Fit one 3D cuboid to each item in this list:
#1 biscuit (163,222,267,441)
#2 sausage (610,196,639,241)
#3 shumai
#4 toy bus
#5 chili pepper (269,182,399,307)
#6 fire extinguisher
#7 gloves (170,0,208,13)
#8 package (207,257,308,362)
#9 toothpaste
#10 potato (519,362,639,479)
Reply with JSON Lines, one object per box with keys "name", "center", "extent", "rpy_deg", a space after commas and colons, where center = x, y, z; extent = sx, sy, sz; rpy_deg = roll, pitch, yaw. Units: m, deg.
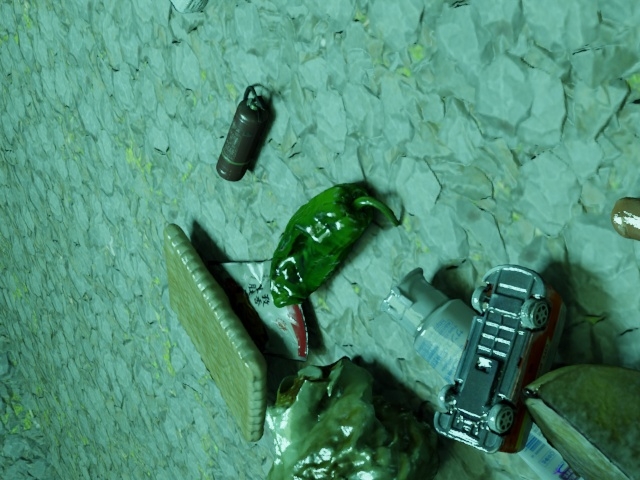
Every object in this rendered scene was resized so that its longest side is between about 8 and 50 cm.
{"name": "biscuit", "center": [-0.165, 0.141, 1.305], "extent": [0.325, 0.044, 0.217], "rpy_deg": [52, 150, 35]}
{"name": "sausage", "center": [0.301, -0.011, 0.647], "extent": [0.158, 0.036, 0.042], "rpy_deg": [7, 148, 52]}
{"name": "shumai", "center": [0.012, 0.260, 1.043], "extent": [0.256, 0.189, 0.218], "rpy_deg": [-37, 70, 34]}
{"name": "toy bus", "center": [0.178, 0.114, 0.791], "extent": [0.079, 0.077, 0.174], "rpy_deg": [13, 81, 49]}
{"name": "chili pepper", "center": [-0.002, 0.005, 1.033], "extent": [0.100, 0.074, 0.257], "rpy_deg": [57, 146, 14]}
{"name": "fire extinguisher", "center": [-0.103, -0.149, 1.110], "extent": [0.157, 0.045, 0.078], "rpy_deg": [119, 143, -50]}
{"name": "gloves", "center": [-0.127, -0.347, 0.976], "extent": [0.097, 0.119, 0.229], "rpy_deg": [38, 150, -23]}
{"name": "package", "center": [-0.093, 0.099, 1.240], "extent": [0.239, 0.030, 0.154], "rpy_deg": [-6, 102, 55]}
{"name": "toothpaste", "center": [0.189, 0.151, 0.867], "extent": [0.299, 0.073, 0.114], "rpy_deg": [44, 132, 18]}
{"name": "potato", "center": [0.296, 0.194, 0.743], "extent": [0.261, 0.100, 0.120], "rpy_deg": [45, 171, 6]}
